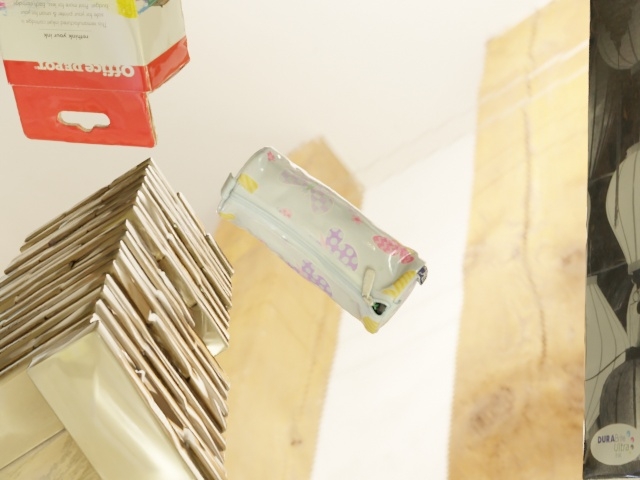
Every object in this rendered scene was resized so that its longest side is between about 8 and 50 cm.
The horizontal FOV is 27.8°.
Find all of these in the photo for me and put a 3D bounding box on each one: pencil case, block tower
[{"bbox_3d":[0.000,0.000,1.629,0.124,0.273,0.113,-43,168,-52],"label":"pencil case"},{"bbox_3d":[-0.103,0.048,0.614,0.097,0.091,0.335,-33,-166,4],"label":"block tower"}]

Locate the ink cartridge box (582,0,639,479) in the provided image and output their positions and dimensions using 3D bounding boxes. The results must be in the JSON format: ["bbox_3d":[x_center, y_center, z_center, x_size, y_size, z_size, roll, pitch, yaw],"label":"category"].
[{"bbox_3d":[0.170,-0.072,0.498,0.165,0.065,0.333,150,-53,-65],"label":"ink cartridge box"}]

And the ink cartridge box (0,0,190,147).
[{"bbox_3d":[-0.186,-0.195,1.025,0.134,0.231,0.078,6,-150,21],"label":"ink cartridge box"}]
